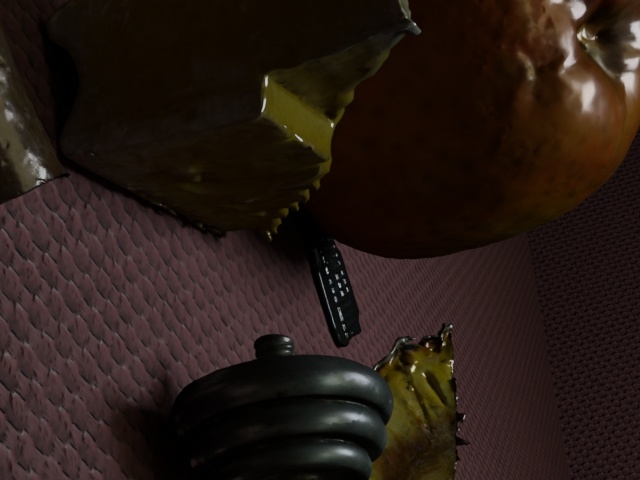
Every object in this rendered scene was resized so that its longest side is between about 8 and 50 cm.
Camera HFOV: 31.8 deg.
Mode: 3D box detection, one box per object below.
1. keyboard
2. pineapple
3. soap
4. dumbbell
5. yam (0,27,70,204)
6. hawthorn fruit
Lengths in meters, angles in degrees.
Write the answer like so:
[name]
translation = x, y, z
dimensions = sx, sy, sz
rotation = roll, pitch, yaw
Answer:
[keyboard]
translation = 0.001, 0.000, 1.397
dimensions = 0.106, 0.016, 0.262
rotation = -31, 105, -73
[pineapple]
translation = 0.058, 0.259, 1.192
dimensions = 0.161, 0.158, 0.334
rotation = 124, -33, -58
[soap]
translation = -0.014, -0.124, 0.960
dimensions = 0.338, 0.304, 0.169
rotation = 30, 50, -67
[dumbbell]
translation = -0.012, 0.260, 0.826
dimensions = 0.179, 0.179, 0.406
rotation = 45, 32, -59
[yam]
translation = -0.211, -0.078, 0.672
dimensions = 0.127, 0.084, 0.084
rotation = 67, 17, -9
[hawthorn fruit]
translation = 0.145, -0.206, 1.245
dimensions = 0.472, 0.472, 0.472
rotation = -16, 90, -74
